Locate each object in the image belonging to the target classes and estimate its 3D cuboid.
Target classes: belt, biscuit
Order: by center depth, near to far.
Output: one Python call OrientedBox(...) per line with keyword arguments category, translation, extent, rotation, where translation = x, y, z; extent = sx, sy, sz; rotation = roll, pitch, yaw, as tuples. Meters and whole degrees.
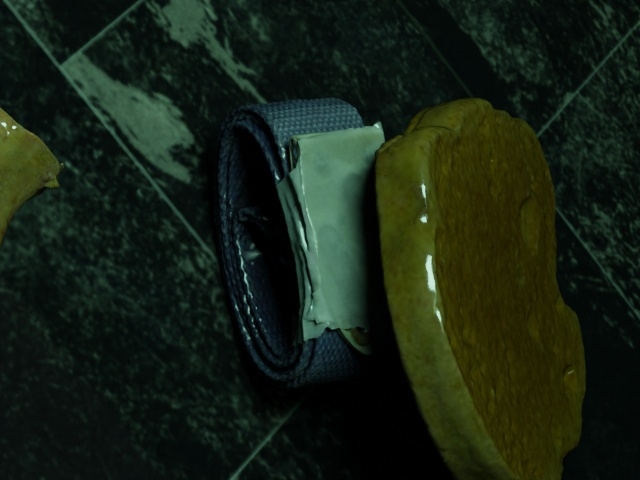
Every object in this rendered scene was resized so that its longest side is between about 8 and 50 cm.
OrientedBox(category="belt", translation=(0.000, 0.000, 1.516), extent=(0.126, 0.139, 0.230), rotation=(-6, 85, -37))
OrientedBox(category="biscuit", translation=(0.137, 0.037, 1.562), extent=(0.381, 0.074, 0.359), rotation=(-71, 144, -55))

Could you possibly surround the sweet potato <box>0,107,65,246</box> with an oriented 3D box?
OrientedBox(category="sweet potato", translation=(-0.312, 0.041, 1.301), extent=(0.131, 0.131, 0.337), rotation=(39, 63, -19))
